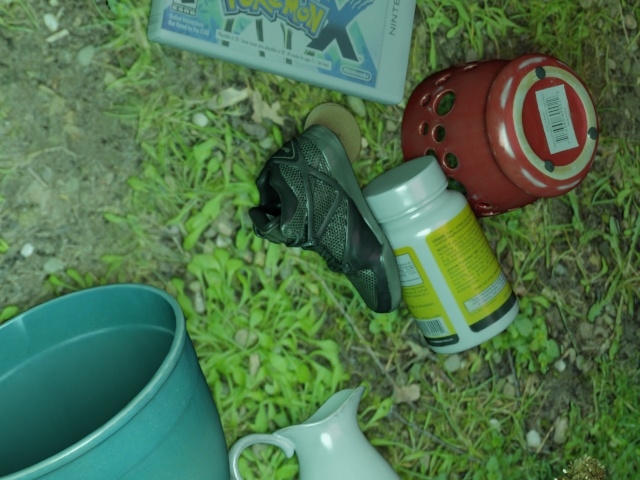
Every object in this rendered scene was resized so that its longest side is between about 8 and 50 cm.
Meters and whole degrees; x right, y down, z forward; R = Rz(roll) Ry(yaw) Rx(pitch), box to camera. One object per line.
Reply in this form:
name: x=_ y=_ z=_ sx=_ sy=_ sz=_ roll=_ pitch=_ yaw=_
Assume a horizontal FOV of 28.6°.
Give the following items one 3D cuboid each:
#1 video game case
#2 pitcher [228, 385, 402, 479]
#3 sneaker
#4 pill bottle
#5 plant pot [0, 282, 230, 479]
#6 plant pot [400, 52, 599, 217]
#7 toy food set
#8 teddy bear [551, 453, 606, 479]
video game case: x=-0.022 y=-0.332 z=1.414 sx=0.329 sy=0.036 sz=0.300 roll=11 pitch=85 yaw=-33
pitcher: x=0.007 y=0.282 z=1.348 sx=0.178 sy=0.125 sz=0.207 roll=-21 pitch=86 yaw=-15
sneaker: x=0.000 y=0.000 z=1.386 sx=0.130 sy=0.087 sz=0.227 roll=-34 pitch=109 yaw=-22
pill bottle: x=0.135 y=0.015 z=1.453 sx=0.119 sy=0.119 sz=0.208 roll=-37 pitch=106 yaw=-32
plant pot: x=-0.197 y=0.220 z=1.130 sx=0.272 sy=0.272 sz=0.255 roll=-41 pitch=121 yaw=-31
plant pot: x=0.217 y=-0.127 z=1.495 sx=0.191 sy=0.174 sz=0.191 roll=4 pitch=83 yaw=-32
toy food set: x=0.014 y=-0.117 z=1.444 sx=0.083 sy=0.020 sz=0.083 roll=-10 pitch=90 yaw=-35
teddy bear: x=0.345 y=0.429 z=1.575 sx=0.338 sy=0.113 sz=0.245 roll=43 pitch=70 yaw=-32
